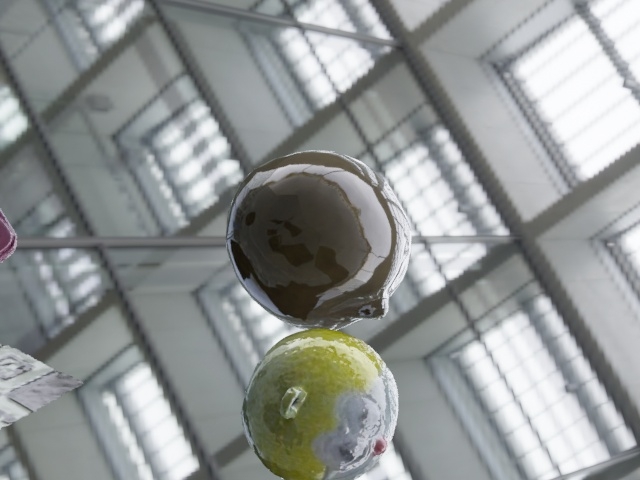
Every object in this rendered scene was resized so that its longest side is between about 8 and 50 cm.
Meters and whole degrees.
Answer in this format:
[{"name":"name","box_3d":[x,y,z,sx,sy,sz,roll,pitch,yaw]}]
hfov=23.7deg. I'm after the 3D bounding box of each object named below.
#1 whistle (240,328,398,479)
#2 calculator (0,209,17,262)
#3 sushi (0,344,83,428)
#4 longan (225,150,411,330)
[{"name":"whistle","box_3d":[0.019,0.135,1.174,0.123,0.223,0.123,-4,-102,20]},{"name":"calculator","box_3d":[-0.297,-0.035,0.996,0.190,0.127,0.034,53,-24,10]},{"name":"sushi","box_3d":[-0.500,0.197,1.727,0.373,0.296,0.100,20,-59,32]},{"name":"longan","box_3d":[0.000,0.000,1.386,0.189,0.189,0.189,0,-90,33]}]
